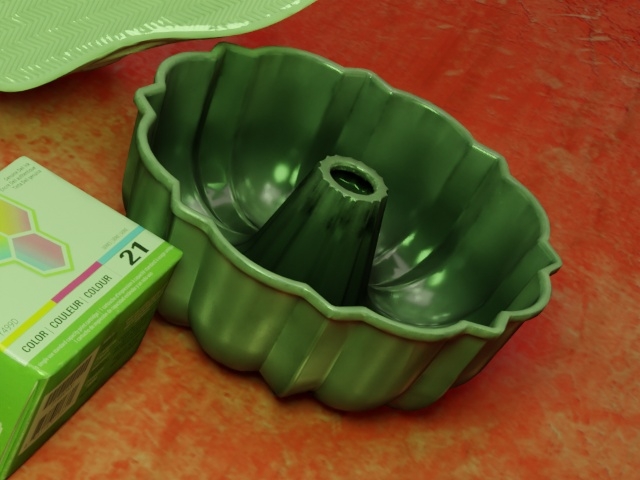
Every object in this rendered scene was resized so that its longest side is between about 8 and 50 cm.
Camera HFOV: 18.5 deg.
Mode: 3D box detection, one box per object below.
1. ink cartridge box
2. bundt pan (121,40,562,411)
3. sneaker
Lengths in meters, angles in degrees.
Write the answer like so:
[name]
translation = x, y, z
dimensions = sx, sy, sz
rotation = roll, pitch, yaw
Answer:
[ink cartridge box]
translation = -0.248, 0.013, 1.257
dimensions = 0.255, 0.097, 0.189
rotation = 32, 32, 7
[bundt pan]
translation = 0.000, 0.000, 1.429
dimensions = 0.331, 0.124, 0.331
rotation = 19, 34, -13
[sneaker]
translation = -0.126, -0.197, 1.514
dimensions = 0.292, 0.108, 0.169
rotation = -16, 10, 1
